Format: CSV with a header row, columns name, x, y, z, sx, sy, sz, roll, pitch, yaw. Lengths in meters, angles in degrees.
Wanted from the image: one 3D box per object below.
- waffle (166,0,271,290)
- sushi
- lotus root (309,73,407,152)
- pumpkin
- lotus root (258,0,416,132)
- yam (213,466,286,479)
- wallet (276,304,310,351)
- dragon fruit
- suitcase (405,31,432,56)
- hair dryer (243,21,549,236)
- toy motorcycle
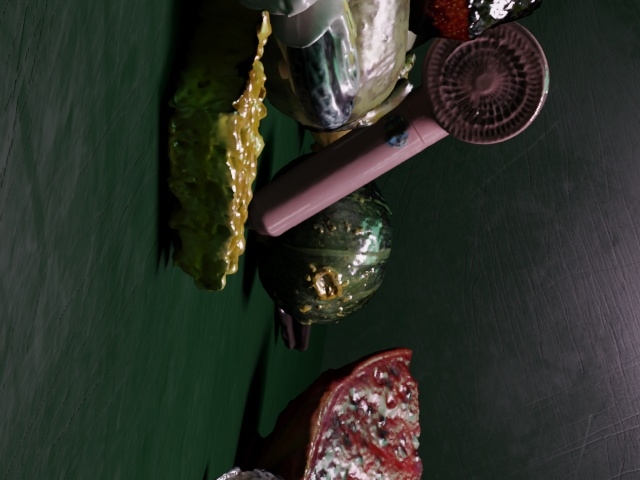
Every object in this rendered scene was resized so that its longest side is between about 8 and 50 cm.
name,x,y,z,sx,sy,sz,roll,pitch,yaw
waffle,-0.076,-0.065,1.383,0.160,0.055,0.211,-79,175,-46
sushi,0.125,-0.295,1.649,0.136,0.126,0.225,-136,-146,-58
lotus root,0.047,-0.209,2.364,0.303,0.131,0.146,95,6,-48
pumpkin,0.001,-0.001,2.032,0.190,0.146,0.190,166,-90,-74
lotus root,0.011,-0.239,1.608,0.173,0.173,0.309,-75,172,-58
yam,-0.079,0.382,1.945,0.131,0.131,0.280,-76,175,-56
wallet,-0.022,0.017,2.534,0.182,0.049,0.229,92,6,-61
dragon fruit,-0.005,0.331,2.341,0.302,0.240,0.330,-29,164,-46
suitcase,0.077,-0.373,1.872,0.351,0.194,0.339,-41,145,-67
hair dryer,0.070,-0.109,1.892,0.125,0.352,0.210,60,8,-2
toy motorcycle,-0.018,-0.263,1.319,0.223,0.108,0.341,55,30,-57
